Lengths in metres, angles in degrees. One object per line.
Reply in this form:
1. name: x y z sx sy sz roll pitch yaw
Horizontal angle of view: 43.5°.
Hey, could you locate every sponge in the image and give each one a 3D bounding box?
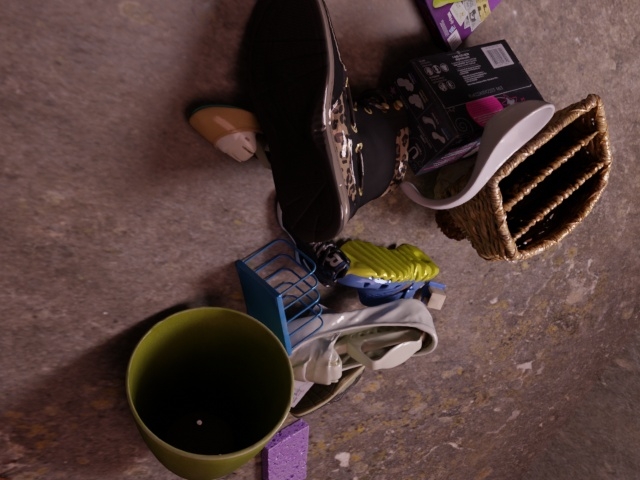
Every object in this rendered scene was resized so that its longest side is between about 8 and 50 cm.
1. sponge: -0.084 0.520 1.896 0.117 0.031 0.210 -25 138 -30

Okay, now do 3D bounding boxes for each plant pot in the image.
1. plant pot: -0.204 0.311 1.420 0.274 0.275 0.293 -26 153 -29

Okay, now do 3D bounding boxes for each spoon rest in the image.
1. spoon rest: 0.267 -0.135 1.318 0.276 0.084 0.137 -35 166 19

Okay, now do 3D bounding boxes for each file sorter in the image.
1. file sorter: -0.067 0.102 1.469 0.104 0.118 0.170 -34 141 -24

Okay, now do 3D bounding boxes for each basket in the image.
1. basket: 0.423 -0.097 1.523 0.299 0.213 0.223 -37 -175 -18

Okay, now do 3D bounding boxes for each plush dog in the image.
1. plush dog: 0.331 -0.098 1.694 0.225 0.210 0.263 20 79 -38

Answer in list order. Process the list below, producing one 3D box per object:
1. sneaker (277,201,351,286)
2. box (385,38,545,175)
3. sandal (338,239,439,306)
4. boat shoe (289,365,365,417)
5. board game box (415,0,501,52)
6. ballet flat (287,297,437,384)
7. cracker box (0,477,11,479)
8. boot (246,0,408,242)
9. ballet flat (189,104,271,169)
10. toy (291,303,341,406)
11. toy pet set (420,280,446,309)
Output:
1. sneaker: 0.000 0.000 1.444 0.079 0.121 0.217 -40 143 -16
2. box: 0.248 -0.240 1.430 0.247 0.163 0.142 -20 165 -35
3. sandal: 0.123 0.083 1.648 0.317 0.126 0.138 9 120 -51
4. boat shoe: 0.022 0.332 1.799 0.223 0.080 0.073 -36 137 -25
5. board game box: 0.220 -0.488 1.307 0.208 0.056 0.347 -44 144 -1
6. ballet flat: 0.050 0.209 1.565 0.400 0.139 0.139 -12 132 -17
7. cracker box: -0.561 0.521 1.292 0.232 0.155 0.067 -51 145 2
8. boot: 0.027 -0.209 1.259 0.284 0.138 0.378 -27 108 -58
9. ballet flat: -0.099 -0.151 1.231 0.080 0.073 0.232 -29 158 35
10. toy: -0.041 0.231 1.655 0.137 0.056 0.237 27 101 -42
11. toy pet set: 0.233 0.110 1.860 0.114 0.065 0.122 14 112 -13
